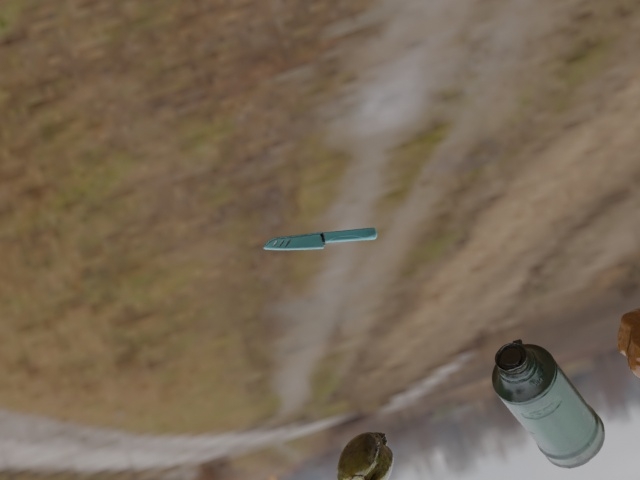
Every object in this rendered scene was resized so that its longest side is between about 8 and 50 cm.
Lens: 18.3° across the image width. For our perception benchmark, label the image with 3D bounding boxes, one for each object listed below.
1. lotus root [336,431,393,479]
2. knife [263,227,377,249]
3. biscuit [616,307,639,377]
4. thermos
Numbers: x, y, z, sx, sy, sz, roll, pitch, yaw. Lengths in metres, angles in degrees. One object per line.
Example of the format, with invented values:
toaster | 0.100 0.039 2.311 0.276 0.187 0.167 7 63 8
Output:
lotus root | 0.045 0.222 1.966 0.049 0.054 0.099 -31 -166 27
knife | 0.000 0.000 1.558 0.091 0.014 0.005 -5 164 -7
biscuit | 0.408 0.132 1.787 0.202 0.047 0.334 -14 -150 -34
thermos | 0.232 0.159 2.054 0.073 0.083 0.188 6 152 32
